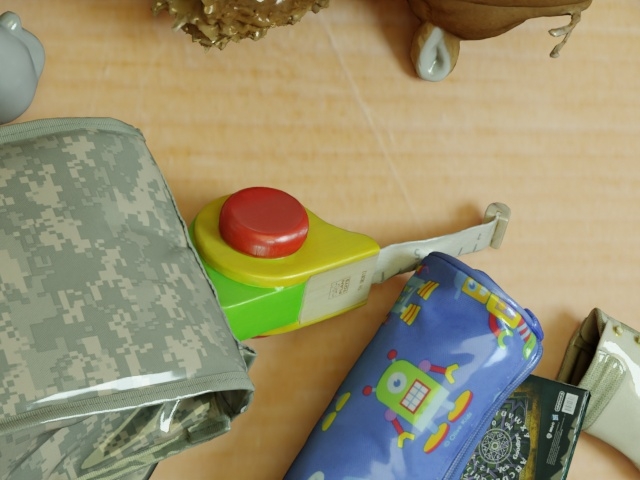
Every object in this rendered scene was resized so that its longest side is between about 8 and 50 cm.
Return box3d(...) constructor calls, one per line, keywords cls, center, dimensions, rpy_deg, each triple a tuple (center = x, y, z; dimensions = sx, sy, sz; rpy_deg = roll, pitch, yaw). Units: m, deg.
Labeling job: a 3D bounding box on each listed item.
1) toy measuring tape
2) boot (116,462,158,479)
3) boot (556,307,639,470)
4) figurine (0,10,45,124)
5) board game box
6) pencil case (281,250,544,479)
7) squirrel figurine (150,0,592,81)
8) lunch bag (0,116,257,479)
box3d(cls="toy measuring tape", center=(0.000, 0.000, 1.135), dimensions=(0.330, 0.121, 0.121), rpy_deg=(-18, 87, -32))
box3d(cls="boot", center=(-0.238, 0.185, 1.053), dimensions=(0.179, 0.085, 0.236), rpy_deg=(34, 79, -2))
box3d(cls="boot", center=(0.304, 0.097, 1.200), dimensions=(0.165, 0.077, 0.213), rpy_deg=(33, 81, -7))
box3d(cls="figurine", center=(-0.296, -0.110, 1.000), dimensions=(0.092, 0.209, 0.215), rpy_deg=(36, 75, 8))
box3d(cls="board game box", center=(0.132, 0.193, 1.141), dimensions=(0.126, 0.026, 0.186), rpy_deg=(15, 77, 19))
box3d(cls="pencil case", center=(0.059, 0.161, 1.090), dimensions=(0.133, 0.119, 0.306), rpy_deg=(29, 82, 26))
box3d(cls="squirrel figurine", center=(0.049, -0.270, 1.074), dimensions=(0.397, 0.370, 0.281), rpy_deg=(4, 81, 15))
box3d(cls="lunch bag", center=(-0.208, 0.053, 0.958), dimensions=(0.287, 0.169, 0.235), rpy_deg=(-13, 62, -25))
